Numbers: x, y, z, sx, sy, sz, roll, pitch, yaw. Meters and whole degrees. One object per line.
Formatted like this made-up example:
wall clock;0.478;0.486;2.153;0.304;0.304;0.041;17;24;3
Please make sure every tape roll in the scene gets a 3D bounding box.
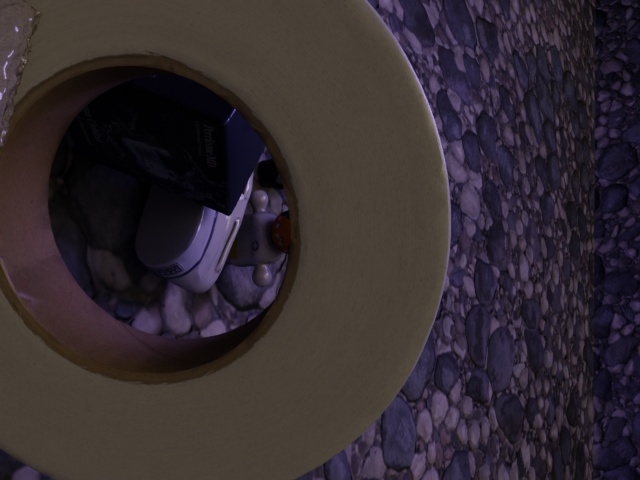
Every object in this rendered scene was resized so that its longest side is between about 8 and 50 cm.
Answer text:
tape roll;-0.112;-0.015;0.402;0.072;0.392;0.392;-56;132;-76

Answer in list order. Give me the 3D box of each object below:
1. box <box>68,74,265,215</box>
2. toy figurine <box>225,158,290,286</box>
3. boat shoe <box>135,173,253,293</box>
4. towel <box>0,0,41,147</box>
box;-0.131;-0.117;0.510;0.156;0.158;0.093;106;6;-66
toy figurine;0.000;0.000;0.720;0.209;0.148;0.213;59;44;-28
boat shoe;-0.111;-0.073;0.640;0.088;0.096;0.267;55;37;-54
towel;-0.251;-0.022;0.264;0.187;0.049;0.282;15;67;-24
